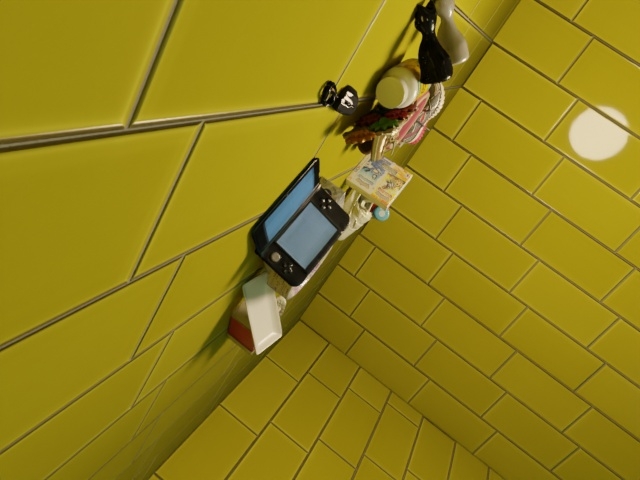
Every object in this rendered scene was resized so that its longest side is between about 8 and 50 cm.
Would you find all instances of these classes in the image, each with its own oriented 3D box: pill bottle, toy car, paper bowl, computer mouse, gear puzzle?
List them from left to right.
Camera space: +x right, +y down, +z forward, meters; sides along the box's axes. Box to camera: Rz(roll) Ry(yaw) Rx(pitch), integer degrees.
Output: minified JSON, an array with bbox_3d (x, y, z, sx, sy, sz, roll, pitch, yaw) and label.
[{"bbox_3d":[-0.080,0.046,1.747,0.284,0.148,0.284,-51,172,-10],"label":"paper bowl"},{"bbox_3d":[0.052,-0.333,1.233,0.071,0.041,0.242,-55,172,17],"label":"computer mouse"},{"bbox_3d":[0.231,-0.222,2.461,0.219,0.210,0.238,-115,-148,-84],"label":"toy car"},{"bbox_3d":[0.153,-0.342,1.504,0.339,0.175,0.044,-46,127,-49],"label":"gear puzzle"},{"bbox_3d":[0.241,-0.455,1.521,0.208,0.117,0.117,-43,168,-50],"label":"pill bottle"}]

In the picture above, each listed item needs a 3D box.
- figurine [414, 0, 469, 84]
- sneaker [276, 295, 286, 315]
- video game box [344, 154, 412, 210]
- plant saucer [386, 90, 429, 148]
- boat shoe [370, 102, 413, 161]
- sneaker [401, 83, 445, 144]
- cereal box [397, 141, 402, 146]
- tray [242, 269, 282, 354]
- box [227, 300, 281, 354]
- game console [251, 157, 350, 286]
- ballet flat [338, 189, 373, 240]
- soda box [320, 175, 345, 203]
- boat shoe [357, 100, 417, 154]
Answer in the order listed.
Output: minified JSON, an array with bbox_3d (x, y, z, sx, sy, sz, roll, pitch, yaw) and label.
[{"bbox_3d":[0.333,-0.575,1.447,0.215,0.092,0.209,-49,131,-38],"label":"figurine"},{"bbox_3d":[-0.227,0.328,2.449,0.235,0.090,0.095,-54,-174,34],"label":"sneaker"},{"bbox_3d":[0.233,-0.247,2.093,0.187,0.205,0.048,-51,168,-18],"label":"video game box"},{"bbox_3d":[0.307,-0.471,1.976,0.332,0.084,0.332,-51,172,-10],"label":"plant saucer"},{"bbox_3d":[0.240,-0.386,1.703,0.104,0.089,0.285,15,96,-86],"label":"boat shoe"},{"bbox_3d":[0.428,-0.553,2.242,0.112,0.121,0.299,3,121,-44],"label":"sneaker"},{"bbox_3d":[0.444,-0.571,2.469,0.173,0.047,0.240,-48,171,-31],"label":"cereal box"},{"bbox_3d":[-0.206,0.244,1.801,0.145,0.030,0.270,-33,121,-49],"label":"tray"},{"bbox_3d":[-0.254,0.311,1.976,0.148,0.127,0.232,-49,171,-30],"label":"box"},{"bbox_3d":[-0.043,-0.044,1.502,0.293,0.250,0.173,-50,-163,-17],"label":"game console"},{"bbox_3d":[0.190,-0.169,2.274,0.400,0.139,0.139,-61,172,1],"label":"ballet flat"},{"bbox_3d":[0.015,-0.113,1.785,0.091,0.098,0.286,-53,173,-11],"label":"soda box"},{"bbox_3d":[0.227,-0.402,1.806,0.257,0.095,0.095,-42,175,5],"label":"boat shoe"}]
